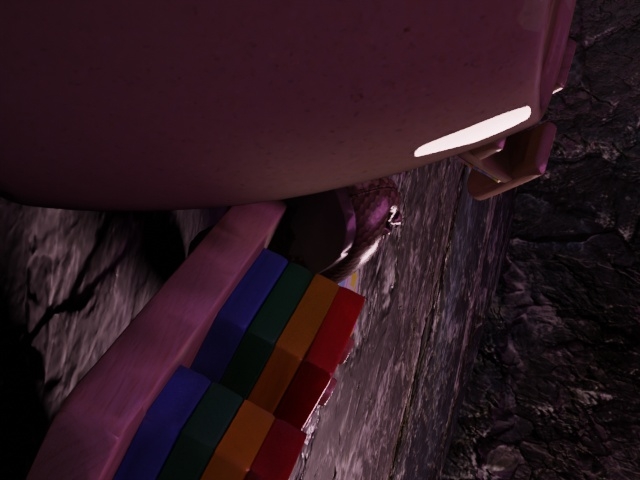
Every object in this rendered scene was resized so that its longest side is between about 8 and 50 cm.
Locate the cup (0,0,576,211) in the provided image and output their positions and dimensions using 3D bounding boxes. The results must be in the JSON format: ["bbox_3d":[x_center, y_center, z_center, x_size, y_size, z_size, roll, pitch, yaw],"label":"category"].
[{"bbox_3d":[0.000,-0.155,0.538,0.331,0.237,0.331,12,90,-76],"label":"cup"}]

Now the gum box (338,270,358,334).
[{"bbox_3d":[-0.018,0.035,0.956,0.107,0.062,0.188,-47,149,-43],"label":"gum box"}]

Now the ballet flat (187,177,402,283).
[{"bbox_3d":[-0.021,0.007,0.720,0.250,0.058,0.084,-36,-105,59],"label":"ballet flat"}]

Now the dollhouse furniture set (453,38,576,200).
[{"bbox_3d":[0.065,-0.171,0.904,0.161,0.212,0.242,-25,-138,58],"label":"dollhouse furniture set"}]

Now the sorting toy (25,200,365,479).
[{"bbox_3d":[-0.078,0.135,0.562,0.255,0.089,0.257,-62,179,23],"label":"sorting toy"}]
